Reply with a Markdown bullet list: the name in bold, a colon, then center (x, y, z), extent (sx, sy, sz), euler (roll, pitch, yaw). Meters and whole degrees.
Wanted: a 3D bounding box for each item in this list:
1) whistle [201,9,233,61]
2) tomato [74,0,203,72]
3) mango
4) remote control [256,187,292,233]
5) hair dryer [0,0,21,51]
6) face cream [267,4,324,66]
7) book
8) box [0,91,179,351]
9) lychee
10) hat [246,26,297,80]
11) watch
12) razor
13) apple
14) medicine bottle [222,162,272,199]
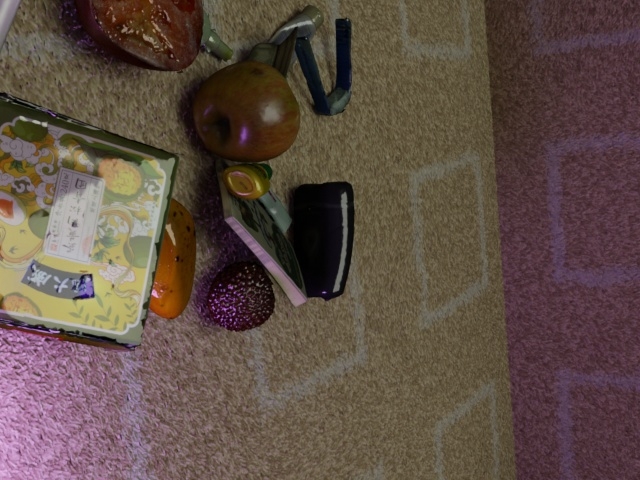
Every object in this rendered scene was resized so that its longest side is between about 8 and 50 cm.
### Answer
- **whistle**: center (-0.287, -0.514, 2.012), extent (0.198, 0.057, 0.104), euler (33, 65, -49)
- **tomato**: center (-0.414, -0.519, 1.760), extent (0.338, 0.144, 0.338), euler (11, 77, -54)
- **mango**: center (-0.359, 0.035, 1.818), extent (0.191, 0.160, 0.290), euler (-87, 172, -77)
- **remote control**: center (-0.132, -0.097, 2.258), extent (0.166, 0.029, 0.065), euler (58, 47, -37)
- **hair dryer**: center (-0.596, -0.448, 1.496), extent (0.128, 0.203, 0.362), euler (22, 92, -52)
- **face cream**: center (-0.078, -0.587, 2.319), extent (0.224, 0.070, 0.114), euler (-54, 131, -23)
- **book**: center (-0.156, -0.021, 2.100), extent (0.371, 0.043, 0.260), euler (53, 13, -40)
- **box**: center (-0.498, -0.023, 1.542), extent (0.373, 0.138, 0.420), euler (18, 75, -31)
- **lychee**: center (-0.206, 0.147, 2.036), extent (0.188, 0.188, 0.188), euler (-1, 91, -55)
- **hat**: center (-0.146, -0.470, 2.157), extent (0.110, 0.252, 0.252), euler (15, 73, -10)
- **watch**: center (0.014, -0.498, 2.377), extent (0.276, 0.068, 0.274), euler (-39, 137, -49)
- **razor**: center (0.001, -0.001, 2.301), extent (0.113, 0.204, 0.349), euler (8, 85, -49)
- **apple**: center (-0.188, -0.313, 1.992), extent (0.264, 0.264, 0.264), euler (-1, 91, -55)
- **medicine bottle**: center (-0.175, -0.161, 2.063), extent (0.076, 0.111, 0.309), euler (-56, 180, 11)
